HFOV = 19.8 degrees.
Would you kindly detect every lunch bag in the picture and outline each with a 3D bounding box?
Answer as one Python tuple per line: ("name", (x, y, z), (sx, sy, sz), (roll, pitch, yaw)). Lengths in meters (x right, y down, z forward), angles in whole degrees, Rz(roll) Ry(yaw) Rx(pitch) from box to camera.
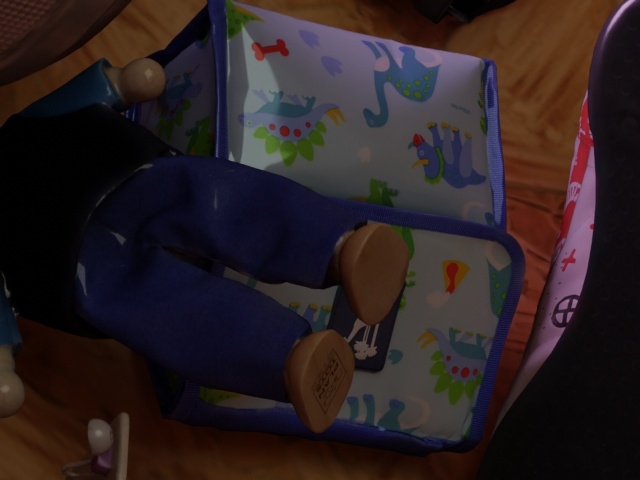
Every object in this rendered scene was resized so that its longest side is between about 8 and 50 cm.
("lunch bag", (0.000, 0.000, 0.673), (0.128, 0.096, 0.151), (10, 68, -28))

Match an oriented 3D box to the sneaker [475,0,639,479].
("sneaker", (0.126, 0.047, 0.716), (0.090, 0.145, 0.270), (11, 80, 15))

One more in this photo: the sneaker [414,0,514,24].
("sneaker", (0.013, -0.167, 0.789), (0.295, 0.104, 0.147), (-9, 59, -43))

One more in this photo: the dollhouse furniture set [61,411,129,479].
("dollhouse furniture set", (-0.064, 0.112, 0.549), (0.091, 0.081, 0.114), (17, 50, -23))

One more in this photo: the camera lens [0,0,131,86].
("camera lens", (-0.177, -0.171, 0.552), (0.274, 0.219, 0.219), (11, 52, -46))

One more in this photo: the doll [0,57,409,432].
("doll", (-0.072, 0.002, 0.594), (0.189, 0.046, 0.129), (20, 75, 26))
